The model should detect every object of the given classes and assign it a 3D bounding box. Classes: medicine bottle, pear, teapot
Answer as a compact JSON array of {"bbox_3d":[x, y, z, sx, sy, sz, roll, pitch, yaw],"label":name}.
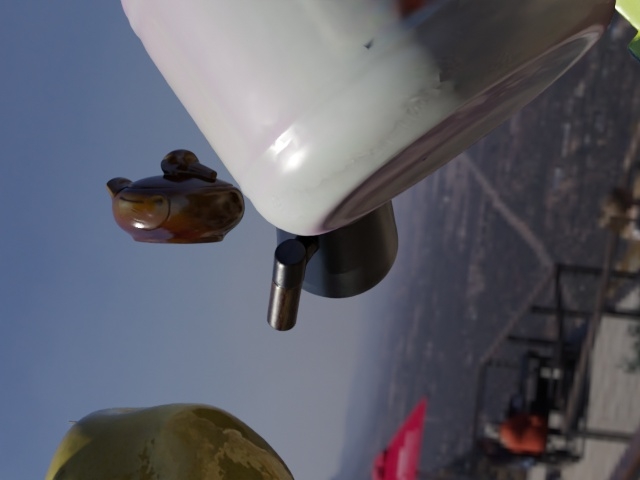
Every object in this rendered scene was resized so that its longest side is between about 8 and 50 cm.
[{"bbox_3d":[-0.006,-0.195,0.802,0.325,0.256,0.256,57,176,6],"label":"medicine bottle"},{"bbox_3d":[-0.167,0.322,1.482,0.309,0.309,0.309,6,-90,-89],"label":"pear"},{"bbox_3d":[-0.125,-0.038,1.124,0.098,0.129,0.078,-6,-83,-54],"label":"teapot"}]

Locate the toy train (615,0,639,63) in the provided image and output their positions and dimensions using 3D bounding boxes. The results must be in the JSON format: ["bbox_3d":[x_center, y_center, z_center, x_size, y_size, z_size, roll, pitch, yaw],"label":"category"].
[{"bbox_3d":[0.484,-0.241,1.402,0.179,0.442,0.272,-37,-11,-47],"label":"toy train"}]

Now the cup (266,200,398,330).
[{"bbox_3d":[0.017,-0.003,1.711,0.177,0.166,0.239,84,-172,-62],"label":"cup"}]
